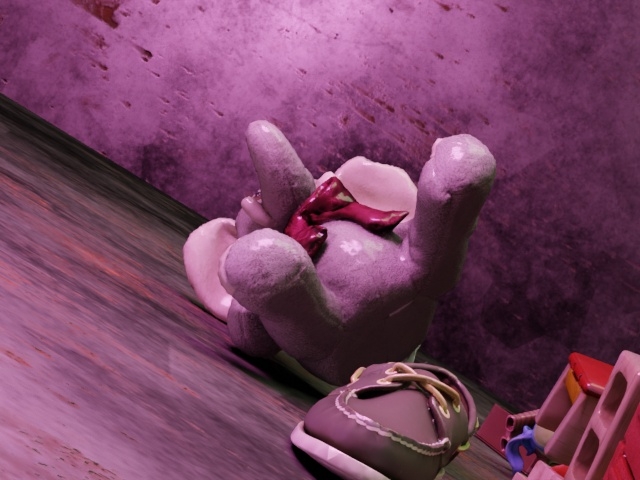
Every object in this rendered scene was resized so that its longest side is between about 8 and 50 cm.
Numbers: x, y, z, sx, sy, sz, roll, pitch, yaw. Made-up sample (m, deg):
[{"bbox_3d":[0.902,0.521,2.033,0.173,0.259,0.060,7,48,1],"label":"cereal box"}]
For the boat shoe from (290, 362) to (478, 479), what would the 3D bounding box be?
[{"bbox_3d":[0.057,0.134,1.130,0.109,0.091,0.305,32,1,12],"label":"boat shoe"}]

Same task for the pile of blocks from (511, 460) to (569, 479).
[{"bbox_3d":[0.329,0.285,1.335,0.362,0.113,0.149,32,1,7],"label":"pile of blocks"}]

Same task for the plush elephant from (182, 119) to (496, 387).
[{"bbox_3d":[0.000,0.000,1.468,0.255,0.272,0.330,49,-18,36],"label":"plush elephant"}]

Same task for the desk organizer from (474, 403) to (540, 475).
[{"bbox_3d":[0.256,0.260,1.954,0.047,0.050,0.130,31,2,-29],"label":"desk organizer"}]

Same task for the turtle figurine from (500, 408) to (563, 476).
[{"bbox_3d":[0.373,0.256,1.816,0.266,0.274,0.198,38,29,-64],"label":"turtle figurine"}]

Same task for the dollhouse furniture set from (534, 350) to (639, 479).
[{"bbox_3d":[0.300,0.163,1.148,0.201,0.152,0.374,22,11,-3],"label":"dollhouse furniture set"}]
